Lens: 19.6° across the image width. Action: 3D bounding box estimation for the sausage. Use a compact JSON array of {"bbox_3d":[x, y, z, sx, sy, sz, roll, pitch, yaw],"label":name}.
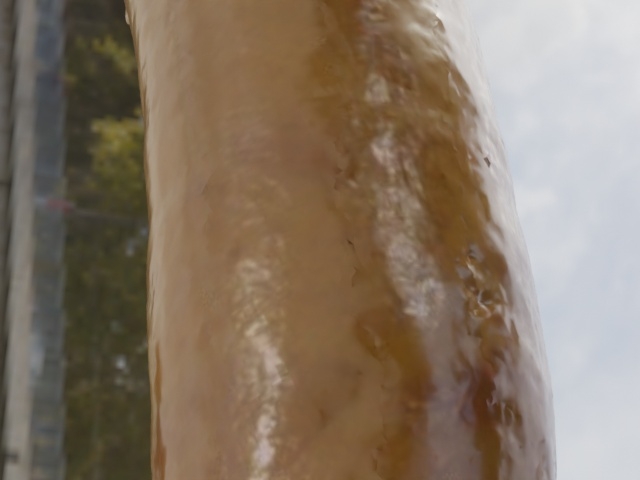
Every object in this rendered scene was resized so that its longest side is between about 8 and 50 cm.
[{"bbox_3d":[0.002,0.000,0.476,0.109,0.109,0.270,119,-29,-50],"label":"sausage"}]
